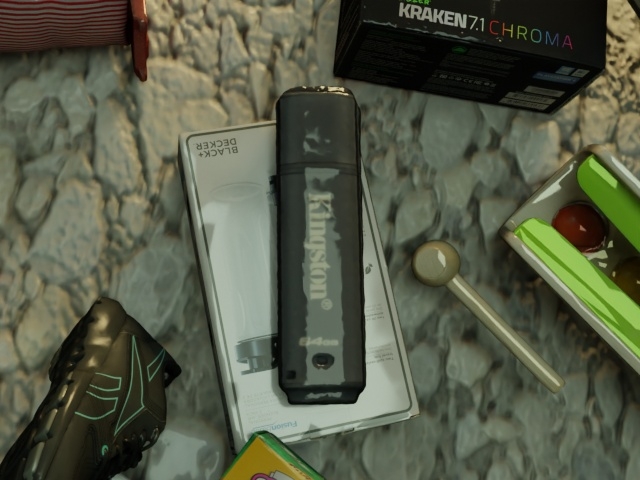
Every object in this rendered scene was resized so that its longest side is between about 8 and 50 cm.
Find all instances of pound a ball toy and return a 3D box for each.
[{"bbox_3d":[0.267,0.058,0.889,0.319,0.136,0.208,45,99,2],"label":"pound a ball toy"}]

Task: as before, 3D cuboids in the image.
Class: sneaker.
[{"bbox_3d":[-0.174,0.145,0.727,0.106,0.267,0.101,37,116,-15],"label":"sneaker"}]

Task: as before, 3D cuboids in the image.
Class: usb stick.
[{"bbox_3d":[0.000,0.000,0.787,0.077,0.045,0.278,2,77,-12],"label":"usb stick"}]

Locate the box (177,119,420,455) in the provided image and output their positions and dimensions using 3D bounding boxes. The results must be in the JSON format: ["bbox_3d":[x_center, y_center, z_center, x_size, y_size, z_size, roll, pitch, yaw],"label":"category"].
[{"bbox_3d":[-0.027,0.039,0.842,0.169,0.087,0.290,-11,79,-13],"label":"box"}]

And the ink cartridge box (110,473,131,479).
[{"bbox_3d":[-0.179,0.378,0.750,0.307,0.072,0.303,38,72,-2],"label":"ink cartridge box"}]

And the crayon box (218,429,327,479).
[{"bbox_3d":[0.008,0.296,0.693,0.278,0.081,0.165,39,85,10],"label":"crayon box"}]

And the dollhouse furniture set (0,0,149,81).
[{"bbox_3d":[-0.247,-0.273,0.728,0.201,0.374,0.152,-5,74,-10],"label":"dollhouse furniture set"}]

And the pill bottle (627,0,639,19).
[{"bbox_3d":[0.376,-0.277,0.844,0.361,0.204,0.204,26,58,-51],"label":"pill bottle"}]

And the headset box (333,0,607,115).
[{"bbox_3d":[0.155,-0.298,0.931,0.246,0.131,0.283,9,75,-9],"label":"headset box"}]
